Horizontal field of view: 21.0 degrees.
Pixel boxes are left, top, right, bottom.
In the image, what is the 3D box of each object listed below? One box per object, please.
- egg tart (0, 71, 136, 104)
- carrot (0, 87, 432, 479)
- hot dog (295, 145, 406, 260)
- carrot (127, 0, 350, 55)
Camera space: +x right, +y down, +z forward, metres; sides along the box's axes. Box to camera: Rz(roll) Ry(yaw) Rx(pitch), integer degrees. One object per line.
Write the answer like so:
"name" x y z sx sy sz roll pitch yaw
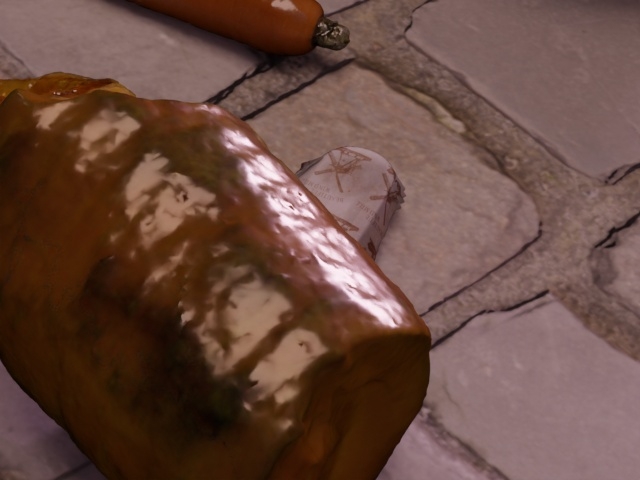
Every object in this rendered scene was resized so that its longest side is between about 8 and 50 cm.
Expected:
"egg tart" -0.274 -0.063 1.310 0.290 0.115 0.290 -3 8 0
"carrot" -0.081 0.062 1.181 0.241 0.241 0.341 -30 62 -27
"hot dog" 0.000 0.000 1.368 0.099 0.053 0.192 18 53 12
"carrot" -0.127 -0.227 1.550 0.336 0.069 0.069 19 50 15
